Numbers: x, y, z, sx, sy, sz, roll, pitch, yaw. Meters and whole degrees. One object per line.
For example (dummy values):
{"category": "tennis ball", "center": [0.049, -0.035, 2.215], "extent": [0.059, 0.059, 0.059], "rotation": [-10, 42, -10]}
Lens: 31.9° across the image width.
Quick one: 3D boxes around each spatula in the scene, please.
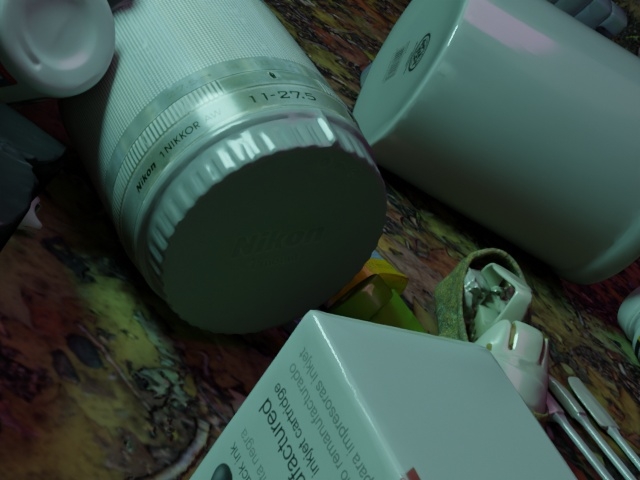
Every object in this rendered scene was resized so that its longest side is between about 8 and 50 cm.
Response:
{"category": "spatula", "center": [0.307, 0.229, 1.222], "extent": [0.168, 0.019, 0.242], "rotation": [21, 27, -46]}

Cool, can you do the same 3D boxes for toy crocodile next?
{"category": "toy crocodile", "center": [0.032, 0.120, 0.923], "extent": [0.115, 0.105, 0.340], "rotation": [52, 18, -6]}

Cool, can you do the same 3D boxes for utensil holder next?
{"category": "utensil holder", "center": [0.280, -0.168, 1.561], "extent": [0.385, 0.327, 0.327], "rotation": [28, 23, -16]}

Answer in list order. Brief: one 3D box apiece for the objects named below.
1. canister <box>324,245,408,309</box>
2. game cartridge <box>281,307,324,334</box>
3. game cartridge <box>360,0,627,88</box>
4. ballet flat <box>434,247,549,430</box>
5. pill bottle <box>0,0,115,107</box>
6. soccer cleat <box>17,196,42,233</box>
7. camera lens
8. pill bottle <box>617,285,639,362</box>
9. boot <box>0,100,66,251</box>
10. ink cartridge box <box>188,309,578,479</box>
{"category": "canister", "center": [0.000, 0.000, 1.124], "extent": [0.170, 0.073, 0.126], "rotation": [47, 13, 20]}
{"category": "game cartridge", "center": [-0.014, 0.075, 1.043], "extent": [0.083, 0.017, 0.056], "rotation": [37, 26, -1]}
{"category": "game cartridge", "center": [0.253, -0.293, 1.705], "extent": [0.230, 0.355, 0.068], "rotation": [36, 38, -19]}
{"category": "ballet flat", "center": [0.178, 0.108, 1.133], "extent": [0.123, 0.123, 0.348], "rotation": [32, 23, -12]}
{"category": "pill bottle", "center": [-0.262, -0.164, 0.926], "extent": [0.180, 0.108, 0.108], "rotation": [-1, -11, 45]}
{"category": "soccer cleat", "center": [-0.244, -0.037, 0.908], "extent": [0.035, 0.029, 0.083], "rotation": [30, 24, -39]}
{"category": "camera lens", "center": [-0.091, -0.083, 0.968], "extent": [0.219, 0.219, 0.274], "rotation": [15, 31, -43]}
{"category": "pill bottle", "center": [0.498, 0.154, 1.514], "extent": [0.119, 0.119, 0.208], "rotation": [20, 27, -36]}
{"category": "boot", "center": [-0.377, -0.166, 0.793], "extent": [0.445, 0.146, 0.367], "rotation": [29, 33, -9]}
{"category": "ink cartridge box", "center": [0.002, 0.199, 0.480], "extent": [0.114, 0.273, 0.197], "rotation": [14, 31, -37]}
